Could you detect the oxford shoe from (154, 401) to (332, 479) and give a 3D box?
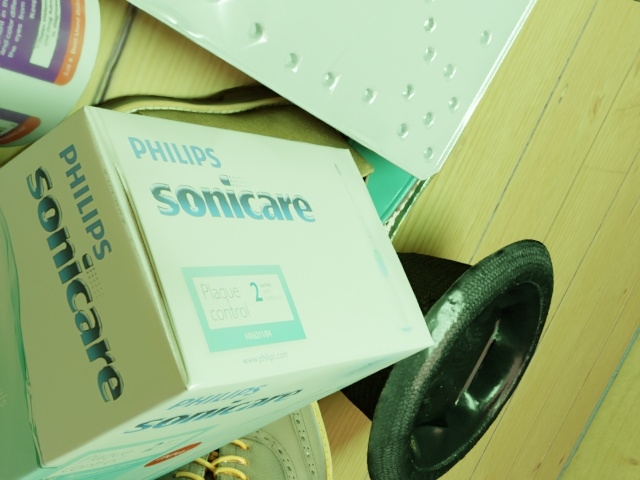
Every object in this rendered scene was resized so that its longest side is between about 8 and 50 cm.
[{"bbox_3d":[-0.055,0.172,0.681,0.132,0.130,0.363,85,-1,-55],"label":"oxford shoe"}]

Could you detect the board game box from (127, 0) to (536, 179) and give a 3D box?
[{"bbox_3d":[0.053,-0.271,0.656,0.390,0.050,0.390,24,96,-51],"label":"board game box"}]

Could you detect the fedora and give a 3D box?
[{"bbox_3d":[0.108,0.106,1.103,0.334,0.153,0.334,-41,148,-32],"label":"fedora"}]

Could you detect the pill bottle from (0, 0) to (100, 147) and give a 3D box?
[{"bbox_3d":[-0.192,-0.104,0.430,0.193,0.108,0.108,10,109,-62],"label":"pill bottle"}]

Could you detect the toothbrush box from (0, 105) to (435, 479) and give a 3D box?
[{"bbox_3d":[-0.126,0.064,0.538,0.296,0.126,0.216,-30,165,26],"label":"toothbrush box"}]

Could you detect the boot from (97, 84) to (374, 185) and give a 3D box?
[{"bbox_3d":[-0.079,-0.028,0.695,0.305,0.115,0.112,-25,141,-45],"label":"boot"}]

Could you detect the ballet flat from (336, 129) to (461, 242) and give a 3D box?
[{"bbox_3d":[0.000,0.000,0.876,0.348,0.123,0.123,-55,153,-5],"label":"ballet flat"}]
